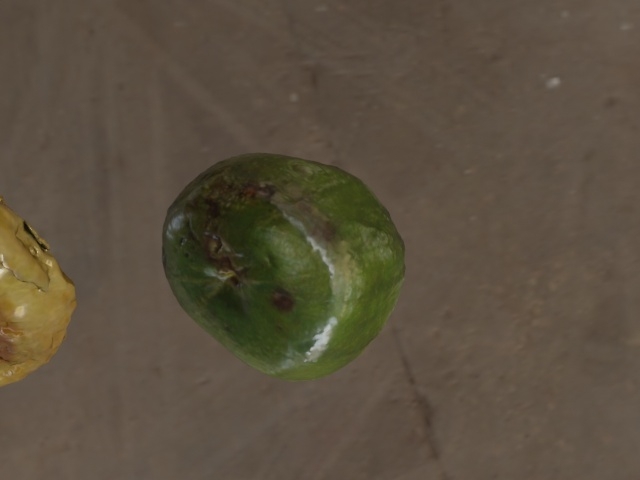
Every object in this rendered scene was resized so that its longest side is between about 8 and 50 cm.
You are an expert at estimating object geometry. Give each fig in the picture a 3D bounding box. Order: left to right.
[{"bbox_3d":[0.000,0.000,1.551,0.203,0.235,0.203,23,129,32],"label":"fig"}]

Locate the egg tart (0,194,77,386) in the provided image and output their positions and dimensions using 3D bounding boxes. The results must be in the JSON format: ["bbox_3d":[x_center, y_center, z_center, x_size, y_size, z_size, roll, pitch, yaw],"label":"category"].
[{"bbox_3d":[-0.311,-0.003,1.101,0.341,0.341,0.129,-23,58,38],"label":"egg tart"}]
